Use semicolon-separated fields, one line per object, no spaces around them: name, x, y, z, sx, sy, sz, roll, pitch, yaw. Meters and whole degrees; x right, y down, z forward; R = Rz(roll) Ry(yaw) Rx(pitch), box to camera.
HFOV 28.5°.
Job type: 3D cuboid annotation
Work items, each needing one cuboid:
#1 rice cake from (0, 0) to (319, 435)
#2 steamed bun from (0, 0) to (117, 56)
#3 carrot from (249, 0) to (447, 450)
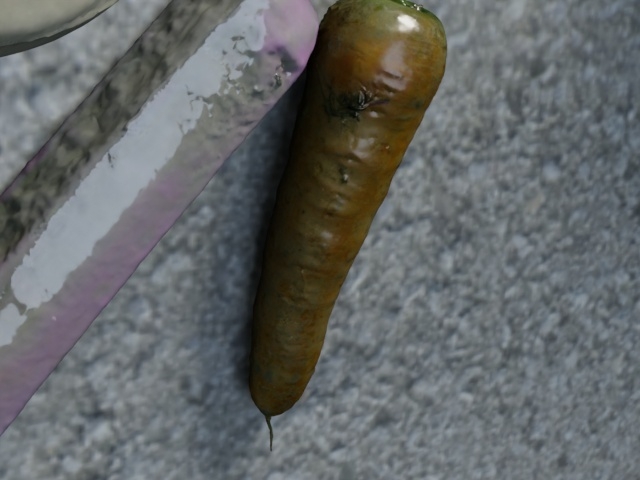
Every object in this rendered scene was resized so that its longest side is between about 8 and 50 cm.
rice cake;-0.139;0.010;0.661;0.399;0.064;0.070;-50;132;-1
steamed bun;-0.159;-0.192;0.507;0.232;0.145;0.231;-24;128;-34
carrot;0.000;0.000;0.739;0.078;0.078;0.298;4;114;-31
